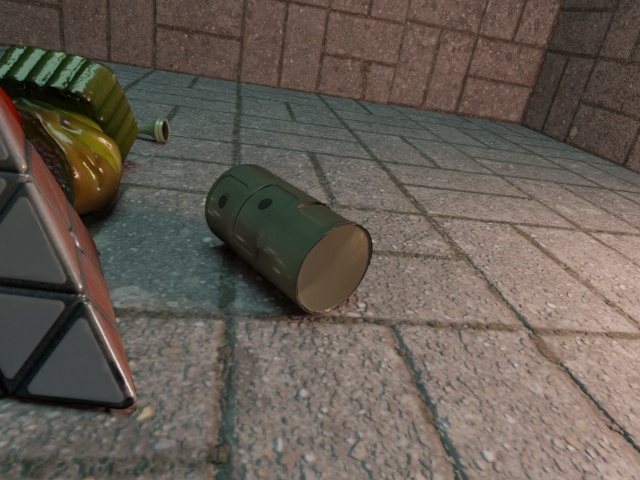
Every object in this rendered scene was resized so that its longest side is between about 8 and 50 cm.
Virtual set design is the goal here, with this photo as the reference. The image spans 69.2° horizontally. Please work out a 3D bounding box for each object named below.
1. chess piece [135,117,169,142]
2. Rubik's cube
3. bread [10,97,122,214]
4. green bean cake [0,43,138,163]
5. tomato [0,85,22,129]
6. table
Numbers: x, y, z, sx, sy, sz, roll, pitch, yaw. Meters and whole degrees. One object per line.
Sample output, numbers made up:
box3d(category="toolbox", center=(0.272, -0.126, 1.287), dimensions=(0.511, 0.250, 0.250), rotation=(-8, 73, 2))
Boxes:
box3d(category="chess piece", center=(-0.448, -0.275, 1.127), dimensions=(0.149, 0.059, 0.059), rotation=(6, 25, 0))
box3d(category="Rubik's cube", center=(-0.298, 0.025, 0.439), dimensions=(0.233, 0.228, 0.228), rotation=(35, 49, -40))
box3d(category="bread", center=(-0.406, -0.140, 0.737), dimensions=(0.260, 0.158, 0.156), rotation=(24, 24, 22))
box3d(category="green bean cake", center=(-0.461, -0.240, 0.852), dimensions=(0.200, 0.214, 0.113), rotation=(10, 61, -1))
box3d(category="tomato", center=(-0.479, -0.098, 0.506), dimensions=(0.298, 0.299, 0.226), rotation=(10, -9, 0))
box3d(category="table", center=(-0.050, -0.010, 0.628), dimensions=(0.126, 0.126, 0.220), rotation=(-12, 34, -40))
